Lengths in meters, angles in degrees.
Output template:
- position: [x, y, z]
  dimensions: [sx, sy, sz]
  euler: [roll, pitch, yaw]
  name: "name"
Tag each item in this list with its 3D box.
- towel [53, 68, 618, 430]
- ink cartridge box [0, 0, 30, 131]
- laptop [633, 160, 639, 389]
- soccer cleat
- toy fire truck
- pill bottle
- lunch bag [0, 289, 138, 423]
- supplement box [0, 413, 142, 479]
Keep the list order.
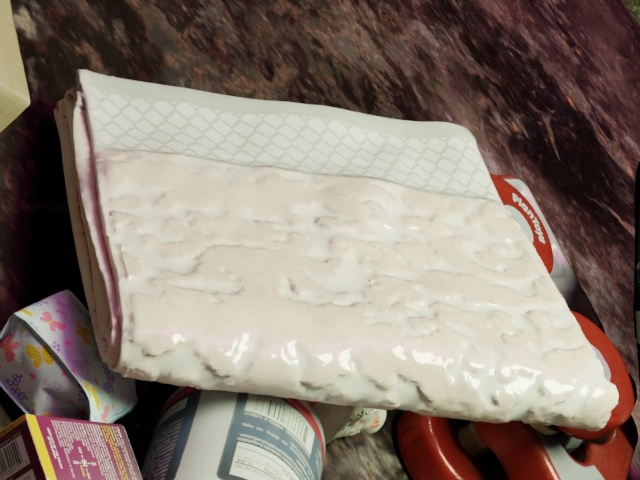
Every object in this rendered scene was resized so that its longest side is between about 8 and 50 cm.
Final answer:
- position: [0.000, 0.000, 1.191]
  dimensions: [0.332, 0.053, 0.317]
  euler: [8, 33, -21]
  name: "towel"
- position: [-0.297, -0.170, 1.085]
  dimensions: [0.234, 0.088, 0.193]
  euler: [30, 32, -45]
  name: "ink cartridge box"
- position: [0.388, 0.175, 1.502]
  dimensions: [0.408, 0.236, 0.382]
  euler: [-69, 154, -64]
  name: "laptop"
- position: [0.016, 0.117, 1.308]
  dimensions: [0.076, 0.068, 0.196]
  euler: [54, 20, -8]
  name: "soccer cleat"
- position: [0.167, 0.081, 1.469]
  dimensions: [0.254, 0.169, 0.302]
  euler: [-6, 63, -54]
  name: "toy fire truck"
- position: [-0.059, 0.166, 1.047]
  dimensions: [0.108, 0.108, 0.180]
  euler: [46, 25, -17]
  name: "pill bottle"
- position: [-0.152, 0.079, 1.063]
  dimensions: [0.083, 0.053, 0.071]
  euler: [45, 21, 4]
  name: "lunch bag"
- position: [-0.148, 0.129, 0.997]
  dimensions: [0.083, 0.055, 0.043]
  euler: [14, 46, -55]
  name: "supplement box"
